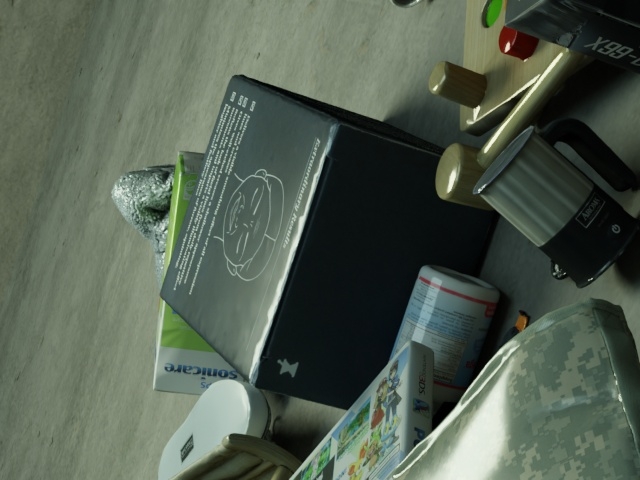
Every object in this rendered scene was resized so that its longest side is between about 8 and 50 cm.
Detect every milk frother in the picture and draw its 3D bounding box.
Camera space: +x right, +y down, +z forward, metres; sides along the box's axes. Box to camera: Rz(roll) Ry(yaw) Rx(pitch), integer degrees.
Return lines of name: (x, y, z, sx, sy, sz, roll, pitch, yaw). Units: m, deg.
milk frother: (0.210, -0.028, 1.704, 0.143, 0.135, 0.129, -44, 6, 46)

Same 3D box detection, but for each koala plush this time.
koala plush: (-0.183, 0.006, 2.565, 0.196, 0.203, 0.221, -124, 29, -79)

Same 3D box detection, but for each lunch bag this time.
lunch bag: (0.199, 0.219, 1.517, 0.287, 0.169, 0.235, -54, 30, 38)

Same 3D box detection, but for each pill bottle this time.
pill bottle: (0.120, 0.112, 1.883, 0.087, 0.087, 0.160, 36, 108, 66)

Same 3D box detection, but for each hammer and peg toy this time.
hammer and peg toy: (0.222, -0.213, 1.815, 0.266, 0.127, 0.361, -35, 44, 54)

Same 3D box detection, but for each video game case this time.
video game case: (0.011, 0.301, 1.794, 0.329, 0.036, 0.300, -53, 19, 36)

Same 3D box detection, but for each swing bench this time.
swing bench: (-0.107, 0.388, 2.139, 0.253, 0.165, 0.255, -38, 36, 56)

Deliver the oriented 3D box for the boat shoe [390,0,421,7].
boat shoe: (0.142, -0.347, 2.137, 0.267, 0.096, 0.088, 152, 126, -62)

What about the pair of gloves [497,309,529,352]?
pair of gloves: (0.196, 0.113, 1.805, 0.074, 0.010, 0.083, -69, 22, 12)

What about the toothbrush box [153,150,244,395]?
toothbrush box: (-0.143, 0.040, 2.371, 0.206, 0.122, 0.283, -113, 29, -78)

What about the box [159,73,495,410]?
box: (0.000, 0.000, 2.076, 0.293, 0.212, 0.395, -71, 21, 6)

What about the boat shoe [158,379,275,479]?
boat shoe: (-0.108, 0.261, 2.294, 0.306, 0.105, 0.113, 127, 142, -52)

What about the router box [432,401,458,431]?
router box: (0.113, 0.240, 1.774, 0.179, 0.046, 0.133, -54, 14, -14)

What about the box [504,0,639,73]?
box: (0.288, -0.293, 1.565, 0.076, 0.242, 0.307, -32, 46, 59)
